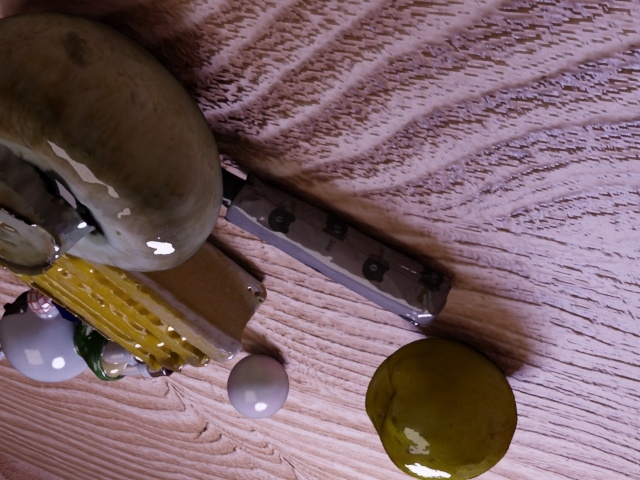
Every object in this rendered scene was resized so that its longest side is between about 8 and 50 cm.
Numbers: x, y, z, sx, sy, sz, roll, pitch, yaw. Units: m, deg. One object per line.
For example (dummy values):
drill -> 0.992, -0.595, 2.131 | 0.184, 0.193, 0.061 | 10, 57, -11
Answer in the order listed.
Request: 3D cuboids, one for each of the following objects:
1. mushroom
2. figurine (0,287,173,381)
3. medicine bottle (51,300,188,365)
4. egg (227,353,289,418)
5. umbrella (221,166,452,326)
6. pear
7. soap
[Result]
mushroom -> -0.276, -0.096, 1.403 | 0.352, 0.260, 0.352 | 23, 150, 14
figurine -> -0.430, 0.179, 2.261 | 0.370, 0.167, 0.281 | 6, 152, 27
medicine bottle -> -0.307, 0.124, 2.055 | 0.258, 0.124, 0.079 | 40, 154, -28
egg -> -0.102, 0.239, 2.070 | 0.103, 0.103, 0.135 | 27, 155, 5
umbrella -> 0.000, 0.000, 1.518 | 0.337, 0.067, 0.073 | 28, 146, 3
pear -> 0.160, 0.223, 1.647 | 0.200, 0.200, 0.200 | 24, 156, 12
soap -> -0.284, 0.045, 1.827 | 0.335, 0.156, 0.293 | 39, 151, -20
